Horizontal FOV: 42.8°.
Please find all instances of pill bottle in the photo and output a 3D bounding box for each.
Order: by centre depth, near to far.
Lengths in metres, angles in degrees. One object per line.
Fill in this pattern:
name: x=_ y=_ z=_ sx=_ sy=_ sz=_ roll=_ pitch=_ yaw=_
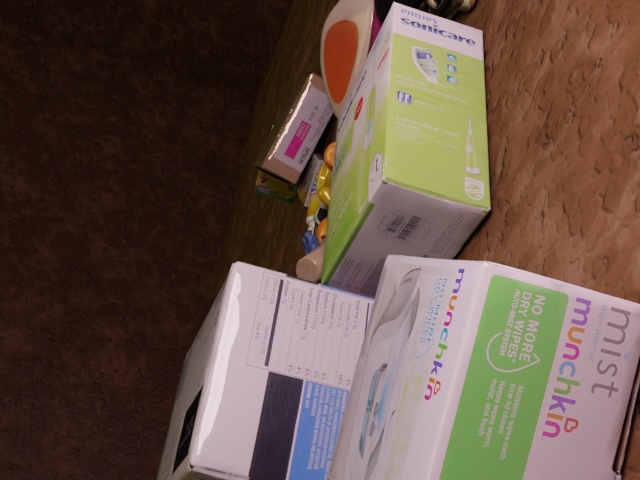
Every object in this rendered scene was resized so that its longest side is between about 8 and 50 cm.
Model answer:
pill bottle: x=-0.004 y=-0.051 z=1.560 sx=0.043 sy=0.043 sz=0.083 roll=128 pitch=155 yaw=-63

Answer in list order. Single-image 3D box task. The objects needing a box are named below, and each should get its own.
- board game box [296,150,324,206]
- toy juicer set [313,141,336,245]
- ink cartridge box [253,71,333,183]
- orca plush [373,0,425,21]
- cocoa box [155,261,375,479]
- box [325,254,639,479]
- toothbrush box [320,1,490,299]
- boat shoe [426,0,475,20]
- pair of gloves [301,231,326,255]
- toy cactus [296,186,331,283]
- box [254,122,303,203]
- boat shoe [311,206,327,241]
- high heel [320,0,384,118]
board game box: x=-0.018 y=-0.135 z=1.779 sx=0.154 sy=0.026 sz=0.103 roll=-120 pitch=47 yaw=-74
toy juicer set: x=0.043 y=-0.092 z=1.272 sx=0.329 sy=0.090 sz=0.209 roll=129 pitch=154 yaw=-63
ink cartridge box: x=-0.053 y=-0.248 z=1.837 sx=0.234 sy=0.088 sz=0.193 roll=-61 pitch=13 yaw=1
orca plush: x=0.166 y=-0.428 z=1.101 sx=0.287 sy=0.151 sz=0.102 roll=-57 pitch=38 yaw=-3
cocoa box: x=-0.049 y=0.214 z=0.964 sx=0.347 sy=0.228 sz=0.231 roll=125 pitch=158 yaw=-59
box: x=0.102 y=0.152 z=0.596 sx=0.231 sy=0.127 sz=0.262 roll=-176 pitch=101 yaw=-80
toothbrush box: x=0.096 y=-0.097 z=0.950 sx=0.206 sy=0.122 sz=0.283 roll=119 pitch=164 yaw=-51
boat shoe: x=0.166 y=-0.326 z=1.081 sx=0.152 sy=0.049 sz=0.056 roll=-150 pitch=74 yaw=-79
pair of gloves: x=0.004 y=0.064 z=1.291 sx=0.198 sy=0.023 sz=0.159 roll=175 pitch=90 yaw=-74
toy cactus: x=0.024 y=0.016 z=1.059 sx=0.180 sy=0.112 sz=0.219 roll=-17 pitch=-64 yaw=-56
box: x=-0.091 y=-0.186 z=1.997 sx=0.043 sy=0.105 sz=0.179 roll=-83 pitch=11 yaw=-71
boat shoe: x=0.000 y=0.001 z=1.491 sx=0.049 sy=0.042 sz=0.133 roll=83 pitch=-165 yaw=-62
high heel: x=0.114 y=-0.362 z=1.238 sx=0.127 sy=0.181 sz=0.377 roll=29 pitch=112 yaw=49
